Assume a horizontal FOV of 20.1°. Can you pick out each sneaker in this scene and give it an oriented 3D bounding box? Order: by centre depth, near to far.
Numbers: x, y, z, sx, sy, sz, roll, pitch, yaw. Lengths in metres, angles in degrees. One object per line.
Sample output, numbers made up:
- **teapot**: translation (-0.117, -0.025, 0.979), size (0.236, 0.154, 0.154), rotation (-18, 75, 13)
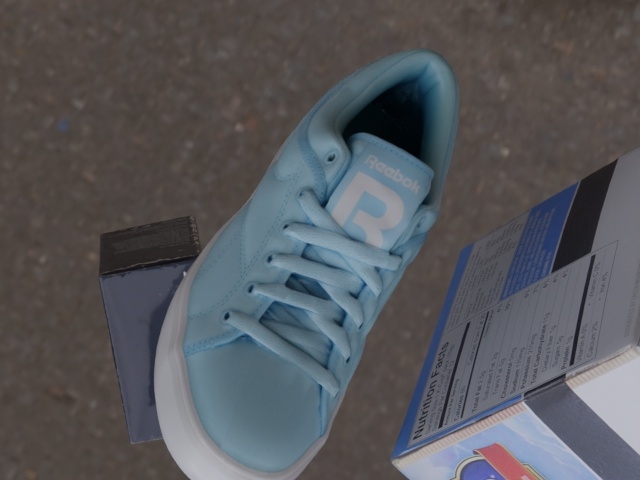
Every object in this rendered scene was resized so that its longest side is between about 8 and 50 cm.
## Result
- **sneaker**: translation (0.000, 0.000, 1.197), size (0.135, 0.366, 0.150), rotation (28, 139, -10)

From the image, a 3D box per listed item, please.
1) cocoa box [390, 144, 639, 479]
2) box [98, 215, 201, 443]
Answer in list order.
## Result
- **cocoa box**: translation (0.264, 0.141, 1.284), size (0.347, 0.231, 0.228), rotation (42, 132, -19)
- **box**: translation (-0.139, 0.076, 1.597), size (0.093, 0.158, 0.156), rotation (-10, 104, -4)
